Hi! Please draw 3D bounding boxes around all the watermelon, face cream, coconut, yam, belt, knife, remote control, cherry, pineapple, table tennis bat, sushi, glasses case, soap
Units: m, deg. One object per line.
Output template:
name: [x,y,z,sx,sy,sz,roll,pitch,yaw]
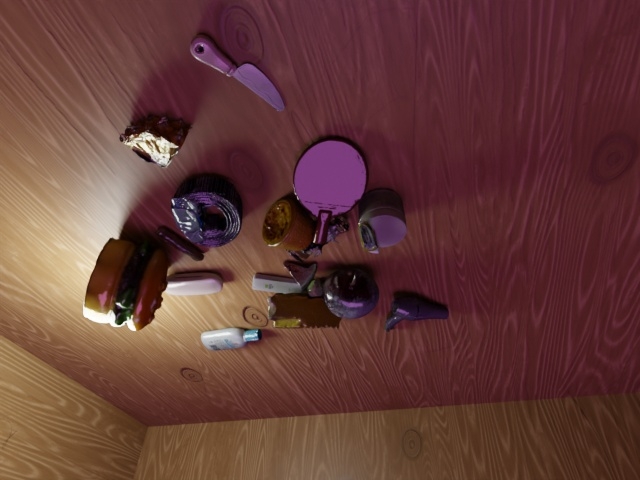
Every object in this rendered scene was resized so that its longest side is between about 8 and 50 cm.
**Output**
watermelon: [-0.100,0.167,2.064,0.158,0.121,0.098,8,160,1]
face cream: [0.232,-0.086,1.719,0.177,0.153,0.177,0,139,0]
coconut: [-0.017,0.223,2.138,0.083,0.082,0.081,0,167,-45]
yam: [-0.605,0.022,1.965,0.057,0.056,0.241,-26,132,29]
belt: [-0.435,-0.106,1.763,0.260,0.122,0.324,-1,142,-5]
knife: [-0.233,-0.505,1.368,0.336,0.043,0.081,26,128,-32]
face cream: [-0.491,0.546,2.535,0.337,0.080,0.163,-12,136,16]
remote control: [-0.200,0.213,2.172,0.250,0.034,0.103,7,139,-6]
cherry: [0.136,0.242,2.052,0.255,0.218,0.296,0,152,-2]
pineapple: [-0.549,-0.335,1.533,0.237,0.114,0.186,3,140,15]
table tennis bat: [0.028,-0.170,1.631,0.268,0.051,0.414,6,120,-6]
sushi: [0.000,-0.005,1.845,0.291,0.131,0.139,-37,126,24]
glasses case: [-0.613,0.209,2.161,0.297,0.075,0.113,-4,137,7]
soap: [-0.056,0.334,2.154,0.339,0.169,0.304,-3,166,7]

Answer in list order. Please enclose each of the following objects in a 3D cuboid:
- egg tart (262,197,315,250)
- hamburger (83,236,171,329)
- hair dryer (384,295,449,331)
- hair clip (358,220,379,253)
egg tart: [-0.114,-0.053,1.763,0.147,0.202,0.202,22,137,-38]
hamburger: [-0.798,0.185,1.927,0.278,0.395,0.395,16,137,-13]
hair dryer: [0.440,0.394,2.315,0.301,0.121,0.361,12,148,-23]
hair clip: [0.171,-0.014,1.661,0.060,0.033,0.188,-8,139,14]
